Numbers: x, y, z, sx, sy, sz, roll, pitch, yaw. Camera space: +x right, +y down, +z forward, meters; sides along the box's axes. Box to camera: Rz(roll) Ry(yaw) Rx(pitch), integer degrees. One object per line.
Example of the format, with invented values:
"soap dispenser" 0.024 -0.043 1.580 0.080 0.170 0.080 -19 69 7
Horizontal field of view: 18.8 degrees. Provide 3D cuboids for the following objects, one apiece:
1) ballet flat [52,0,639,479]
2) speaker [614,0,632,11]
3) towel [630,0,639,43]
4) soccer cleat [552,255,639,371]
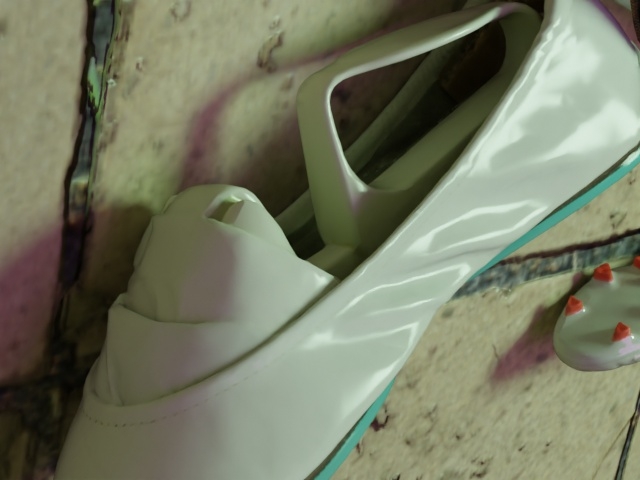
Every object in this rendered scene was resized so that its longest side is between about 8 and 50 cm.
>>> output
"ballet flat" 0.000 0.000 0.875 0.400 0.139 0.139 -41 138 -27
"speaker" 0.196 -0.136 1.037 0.136 0.055 0.055 19 99 -50
"towel" 0.183 -0.305 0.877 0.271 0.040 0.370 -55 143 -31
"soccer cleat" 0.212 0.036 1.156 0.196 0.068 0.076 -33 137 -33
